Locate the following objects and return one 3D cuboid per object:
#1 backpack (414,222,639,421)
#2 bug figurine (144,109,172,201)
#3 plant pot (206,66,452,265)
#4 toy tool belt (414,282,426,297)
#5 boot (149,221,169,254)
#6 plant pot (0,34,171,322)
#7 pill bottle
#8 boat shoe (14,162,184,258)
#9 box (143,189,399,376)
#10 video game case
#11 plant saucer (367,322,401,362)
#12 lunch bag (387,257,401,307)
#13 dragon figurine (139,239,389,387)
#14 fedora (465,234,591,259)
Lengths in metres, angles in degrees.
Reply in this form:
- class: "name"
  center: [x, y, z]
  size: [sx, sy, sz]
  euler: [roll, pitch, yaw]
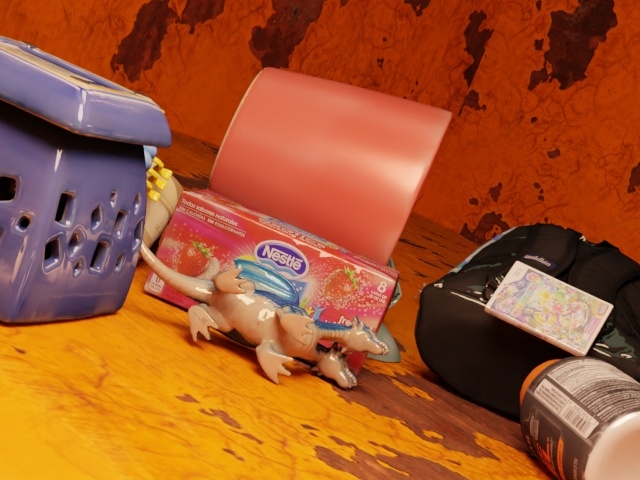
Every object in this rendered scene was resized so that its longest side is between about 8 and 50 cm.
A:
- class: "backpack"
  center: [0.296, 0.104, 1.714]
  size: [0.290, 0.273, 0.355]
  euler: [20, 35, 13]
- class: "bug figurine"
  center: [-0.299, -0.095, 1.435]
  size: [0.279, 0.216, 0.072]
  euler: [25, -24, -11]
- class: "plant pot"
  center: [0.002, -0.082, 1.684]
  size: [0.243, 0.275, 0.275]
  euler: [24, 6, 2]
- class: "toy tool belt"
  center: [0.189, 0.097, 2.279]
  size: [0.051, 0.052, 0.083]
  euler: [-9, 4, -1]
- class: "boot"
  center: [-0.128, 0.013, 1.676]
  size: [0.236, 0.085, 0.178]
  euler: [27, 4, 24]
- class: "plant pot"
  center: [-0.284, -0.068, 1.221]
  size: [0.236, 0.212, 0.236]
  euler: [25, 8, 15]
- class: "pill bottle"
  center: [0.285, 0.196, 1.372]
  size: [0.130, 0.130, 0.245]
  euler: [21, 6, -14]
- class: "boat shoe"
  center: [-0.319, -0.109, 1.536]
  size: [0.341, 0.110, 0.121]
  euler: [36, -22, -6]
- class: "box"
  center: [-0.050, 0.044, 1.494]
  size: [0.257, 0.122, 0.128]
  euler: [23, 5, 4]
- class: "video game case"
  center: [0.256, 0.076, 1.500]
  size: [0.122, 0.011, 0.087]
  euler: [26, 48, 17]
- class: "plant saucer"
  center: [0.019, 0.097, 1.693]
  size: [0.195, 0.037, 0.195]
  euler: [23, 6, -2]
- class: "lunch bag"
  center: [0.000, 0.000, 1.918]
  size: [0.262, 0.160, 0.223]
  euler: [34, 0, -7]
- class: "dragon figurine"
  center: [-0.071, 0.071, 1.361]
  size: [0.289, 0.085, 0.144]
  euler: [28, 5, 3]
- class: "fedora"
  center: [0.354, 0.106, 2.167]
  size: [0.275, 0.244, 0.124]
  euler: [23, 35, -18]
